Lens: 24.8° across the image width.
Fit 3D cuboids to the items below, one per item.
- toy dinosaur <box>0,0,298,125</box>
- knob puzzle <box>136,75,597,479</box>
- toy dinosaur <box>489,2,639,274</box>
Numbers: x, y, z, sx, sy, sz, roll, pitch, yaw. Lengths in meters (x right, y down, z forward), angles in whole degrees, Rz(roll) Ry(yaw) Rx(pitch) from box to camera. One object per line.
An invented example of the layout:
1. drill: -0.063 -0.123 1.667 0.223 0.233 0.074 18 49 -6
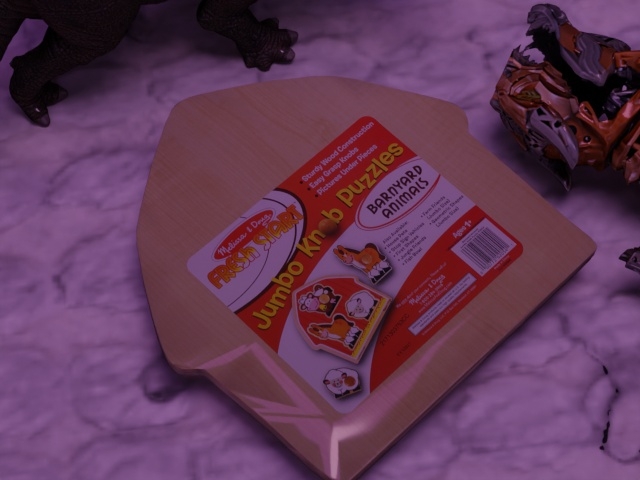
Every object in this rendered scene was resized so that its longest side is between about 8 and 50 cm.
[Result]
1. toy dinosaur: -0.089 -0.141 0.688 0.314 0.160 0.121 -16 63 -11
2. knob puzzle: 0.000 0.000 0.687 0.213 0.030 0.213 1 62 -1
3. toy dinosaur: 0.252 -0.054 0.686 0.322 0.164 0.218 25 77 -9
